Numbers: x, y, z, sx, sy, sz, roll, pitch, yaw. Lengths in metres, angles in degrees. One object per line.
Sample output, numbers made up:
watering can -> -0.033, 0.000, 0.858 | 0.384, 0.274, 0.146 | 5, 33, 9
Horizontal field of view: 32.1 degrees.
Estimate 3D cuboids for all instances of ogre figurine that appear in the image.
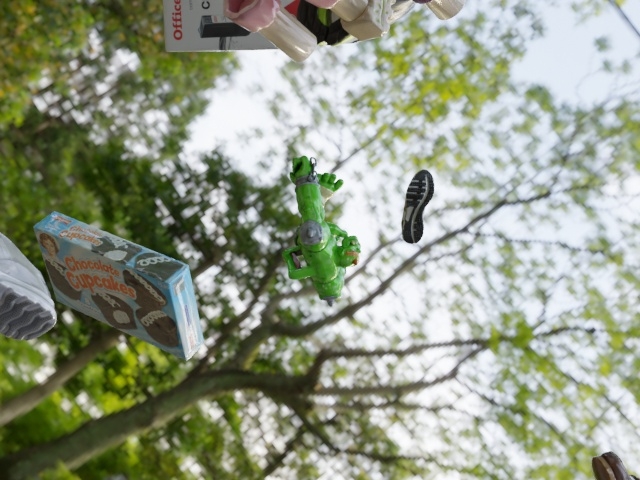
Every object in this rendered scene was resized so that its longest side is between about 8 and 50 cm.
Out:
ogre figurine -> 0.000, 0.000, 1.414 | 0.197, 0.097, 0.118 | 101, -9, -46

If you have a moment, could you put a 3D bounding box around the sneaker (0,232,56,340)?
sneaker -> -0.460, 0.023, 1.435 | 0.281, 0.105, 0.115 | 50, 13, -43

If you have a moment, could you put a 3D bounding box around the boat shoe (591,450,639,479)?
boat shoe -> 0.491, 0.413, 1.788 | 0.207, 0.073, 0.073 | 69, -7, -31

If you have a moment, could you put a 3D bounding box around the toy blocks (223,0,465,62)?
toy blocks -> 0.019, -0.403, 1.258 | 0.309, 0.288, 0.260 | -6, -29, 40

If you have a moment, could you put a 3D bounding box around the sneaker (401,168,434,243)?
sneaker -> 0.135, -0.052, 1.594 | 0.043, 0.040, 0.109 | -105, -153, -71

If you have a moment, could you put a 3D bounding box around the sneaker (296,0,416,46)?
sneaker -> 0.107, -0.361, 1.460 | 0.300, 0.121, 0.111 | -32, -99, 25

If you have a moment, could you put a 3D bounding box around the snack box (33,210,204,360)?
snack box -> -0.360, 0.078, 1.983 | 0.322, 0.060, 0.187 | 20, -44, 29

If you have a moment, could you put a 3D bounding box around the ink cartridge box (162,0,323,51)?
ink cartridge box -> -0.137, -0.434, 1.957 | 0.114, 0.273, 0.196 | -49, 138, -75
